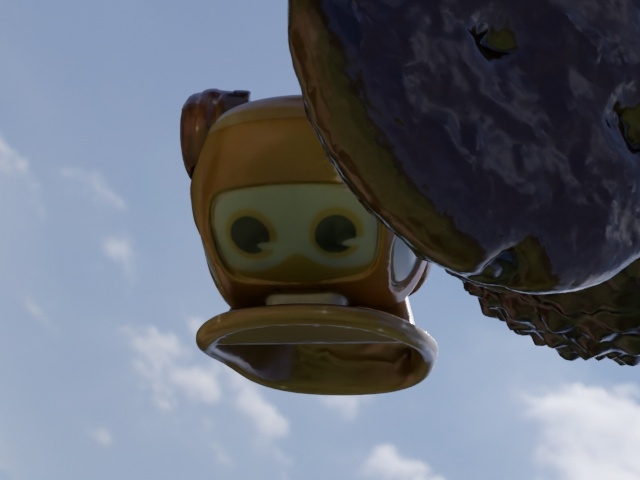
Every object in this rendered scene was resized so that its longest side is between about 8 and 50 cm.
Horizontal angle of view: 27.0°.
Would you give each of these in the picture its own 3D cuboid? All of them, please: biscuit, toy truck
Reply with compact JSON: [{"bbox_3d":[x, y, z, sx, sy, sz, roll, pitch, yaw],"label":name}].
[{"bbox_3d":[0.079,-0.081,0.569,0.212,0.212,0.036,59,-34,-2],"label":"biscuit"},{"bbox_3d":[0.000,0.000,1.116,0.288,0.204,0.212,66,24,-65],"label":"toy truck"}]

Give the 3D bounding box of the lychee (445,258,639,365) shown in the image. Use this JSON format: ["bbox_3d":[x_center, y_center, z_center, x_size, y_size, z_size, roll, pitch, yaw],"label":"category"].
[{"bbox_3d":[0.181,-0.054,0.791,0.300,0.264,0.264,29,-12,-29],"label":"lychee"}]
